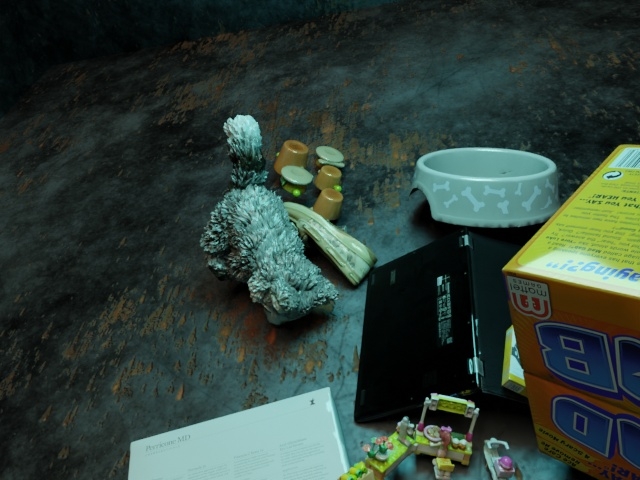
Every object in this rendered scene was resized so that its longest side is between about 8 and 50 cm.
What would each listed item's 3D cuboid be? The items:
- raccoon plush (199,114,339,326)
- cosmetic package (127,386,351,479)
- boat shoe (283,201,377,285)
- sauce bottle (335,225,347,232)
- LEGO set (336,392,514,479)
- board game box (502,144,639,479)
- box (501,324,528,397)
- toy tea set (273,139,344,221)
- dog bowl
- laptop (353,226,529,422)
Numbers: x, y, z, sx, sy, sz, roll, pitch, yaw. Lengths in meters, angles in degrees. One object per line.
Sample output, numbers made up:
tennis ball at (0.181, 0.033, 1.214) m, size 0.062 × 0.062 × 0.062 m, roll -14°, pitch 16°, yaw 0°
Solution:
raccoon plush at (-0.121, -0.030, 1.158) m, size 0.216 × 0.446 × 0.299 m, roll -26°, pitch 28°, yaw -30°
cosmetic package at (-0.130, 0.432, 0.886) m, size 0.377 × 0.097 × 0.284 m, roll -15°, pitch 44°, yaw 0°
boat shoe at (0.000, 0.000, 1.283) m, size 0.285 × 0.104 × 0.089 m, roll 32°, pitch 82°, yaw 28°
sauce bottle at (0.004, -0.024, 1.376) m, size 0.128 × 0.042 × 0.042 m, roll -1°, pitch 44°, yaw 14°
LEGO set at (0.160, 0.319, 0.849) m, size 0.287 × 0.107 × 0.132 m, roll 1°, pitch 26°, yaw -14°
board game box at (0.514, 0.116, 0.698) m, size 0.356 × 0.356 × 0.356 m, roll -37°, pitch 31°, yaw -29°
box at (0.352, 0.201, 0.900) m, size 0.081 × 0.028 × 0.136 m, roll 25°, pitch 43°, yaw 2°
toy tea set at (-0.034, -0.156, 1.500) m, size 0.200 × 0.124 × 0.336 m, roll 13°, pitch 36°, yaw -11°
dog bowl at (0.377, -0.135, 1.239) m, size 0.349 × 0.102 × 0.349 m, roll -3°, pitch 22°, yaw 1°
laptop at (0.310, 0.192, 1.067) m, size 0.408 × 0.236 × 0.382 m, roll -27°, pitch 33°, yaw 32°
